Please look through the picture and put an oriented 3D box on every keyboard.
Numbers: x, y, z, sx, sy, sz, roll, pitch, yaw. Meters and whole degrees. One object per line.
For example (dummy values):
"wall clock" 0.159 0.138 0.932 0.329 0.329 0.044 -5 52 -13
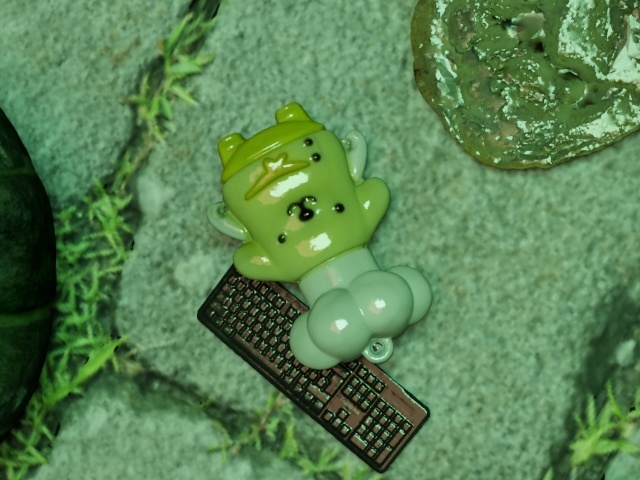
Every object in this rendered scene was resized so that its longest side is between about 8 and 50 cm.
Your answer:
"keyboard" -0.006 0.074 0.866 0.155 0.010 0.053 39 98 14

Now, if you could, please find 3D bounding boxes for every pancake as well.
"pancake" 0.128 -0.116 0.824 0.158 0.028 0.158 1 92 17

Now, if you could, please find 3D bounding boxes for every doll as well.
"doll" 0.000 0.000 0.838 0.106 0.062 0.162 -29 80 1

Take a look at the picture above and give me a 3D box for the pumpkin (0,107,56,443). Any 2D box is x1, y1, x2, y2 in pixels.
"pumpkin" -0.307 0.022 0.855 0.300 0.207 0.300 3 97 21
